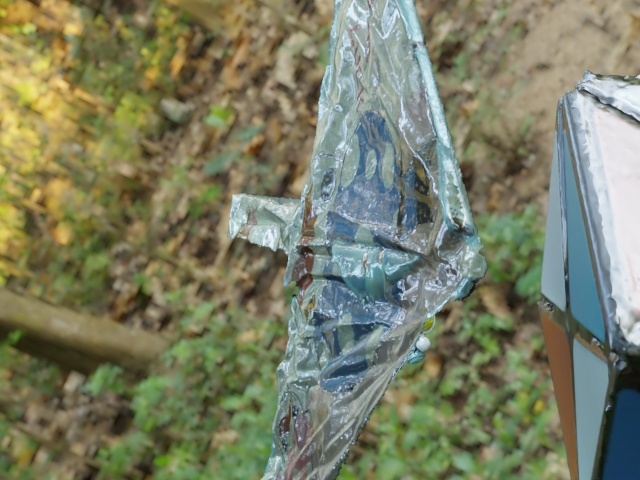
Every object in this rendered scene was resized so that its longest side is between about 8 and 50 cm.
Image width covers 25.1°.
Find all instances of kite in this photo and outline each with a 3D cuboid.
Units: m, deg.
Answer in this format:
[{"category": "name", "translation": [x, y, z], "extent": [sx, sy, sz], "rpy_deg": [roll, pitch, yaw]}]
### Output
[{"category": "kite", "translation": [-0.001, 0.000, 0.697], "extent": [0.368, 0.014, 0.406], "rpy_deg": [-168, 86, -72]}]

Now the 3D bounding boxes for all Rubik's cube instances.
[{"category": "Rubik's cube", "translation": [0.291, 0.050, 0.984], "extent": [0.246, 0.248, 0.250], "rpy_deg": [87, -179, -49]}]

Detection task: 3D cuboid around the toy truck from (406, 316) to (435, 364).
[{"category": "toy truck", "translation": [0.056, 0.077, 1.214], "extent": [0.111, 0.076, 0.077], "rpy_deg": [-41, 55, 46]}]
